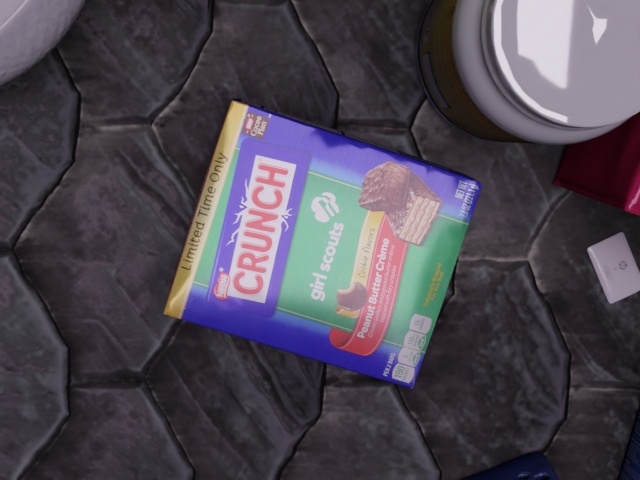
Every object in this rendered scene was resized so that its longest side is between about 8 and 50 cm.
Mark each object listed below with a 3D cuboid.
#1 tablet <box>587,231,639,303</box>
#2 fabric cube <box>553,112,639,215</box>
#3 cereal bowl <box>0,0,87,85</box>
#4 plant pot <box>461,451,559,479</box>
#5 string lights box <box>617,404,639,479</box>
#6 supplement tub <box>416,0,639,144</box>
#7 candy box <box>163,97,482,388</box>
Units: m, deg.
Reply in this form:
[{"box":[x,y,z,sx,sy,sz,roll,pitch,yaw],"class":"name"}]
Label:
[{"box":[0.392,0.036,1.222,0.054,0.006,0.083,-25,99,-2],"class":"tablet"},{"box":[0.463,-0.136,1.080,0.259,0.254,0.258,18,99,-7],"class":"fabric cube"},{"box":[-0.386,-0.303,1.021,0.338,0.141,0.339,-5,73,15],"class":"cereal bowl"},{"box":[0.242,0.437,1.155,0.235,0.212,0.236,-23,97,-1],"class":"plant pot"},{"box":[0.458,0.285,1.193,0.076,0.133,0.260,14,96,-6],"class":"string lights box"},{"box":[0.242,-0.221,1.022,0.228,0.316,0.229,-1,97,-4],"class":"supplement tub"},{"box":[0.000,0.000,1.128,0.317,0.122,0.268,17,96,-5],"class":"candy box"}]
